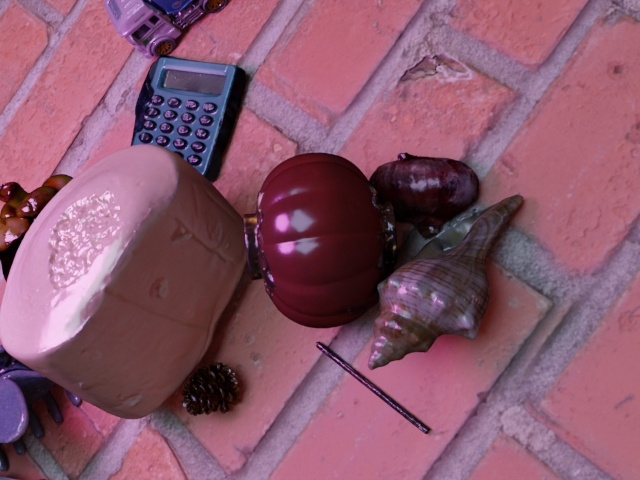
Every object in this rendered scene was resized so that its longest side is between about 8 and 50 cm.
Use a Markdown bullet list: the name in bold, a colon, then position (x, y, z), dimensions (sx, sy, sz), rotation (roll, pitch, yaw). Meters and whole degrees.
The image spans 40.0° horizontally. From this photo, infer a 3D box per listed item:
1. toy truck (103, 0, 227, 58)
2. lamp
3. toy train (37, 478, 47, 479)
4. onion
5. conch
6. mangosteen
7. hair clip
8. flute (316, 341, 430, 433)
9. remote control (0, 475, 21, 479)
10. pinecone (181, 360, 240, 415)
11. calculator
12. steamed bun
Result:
- **toy truck**: position (-0.300, -0.565, 1.902), dimensions (0.367, 0.175, 0.146), rotation (-38, 63, 15)
- **lamp**: position (0.000, 0.000, 1.501), dimensions (0.257, 0.303, 0.303), rotation (-6, 71, -2)
- **toy train**: position (-0.491, 0.596, 1.614), dimensions (0.163, 0.231, 0.369), rotation (-27, 40, 21)
- **onion**: position (0.171, -0.087, 1.545), dimensions (0.206, 0.098, 0.151), rotation (-9, 70, 26)
- **conch**: position (0.208, 0.079, 1.454), dimensions (0.386, 0.169, 0.203), rotation (-34, 24, -28)
- **mangosteen**: position (-0.539, 0.001, 1.798), dimensions (0.233, 0.287, 0.287), rotation (39, 96, 40)
- **hair clip**: position (-0.676, 0.319, 1.811), dimensions (0.318, 0.238, 0.392), rotation (-42, 60, 13)
- **flute**: position (0.087, 0.254, 1.541), dimensions (0.269, 0.014, 0.014), rotation (35, 94, 32)
- **remote control**: position (-0.675, 0.549, 1.854), dimensions (0.293, 0.051, 0.103), rotation (0, 75, 32)
- **pinecone**: position (-0.208, 0.284, 1.647), dimensions (0.109, 0.102, 0.102), rotation (-30, 57, -22)
- **calculator**: position (-0.295, -0.263, 1.877), dimensions (0.248, 0.058, 0.274), rotation (13, 83, 32)
- **steamed bun**: position (-0.359, 0.068, 1.632), dimensions (0.290, 0.371, 0.456), rotation (23, 74, 36)
